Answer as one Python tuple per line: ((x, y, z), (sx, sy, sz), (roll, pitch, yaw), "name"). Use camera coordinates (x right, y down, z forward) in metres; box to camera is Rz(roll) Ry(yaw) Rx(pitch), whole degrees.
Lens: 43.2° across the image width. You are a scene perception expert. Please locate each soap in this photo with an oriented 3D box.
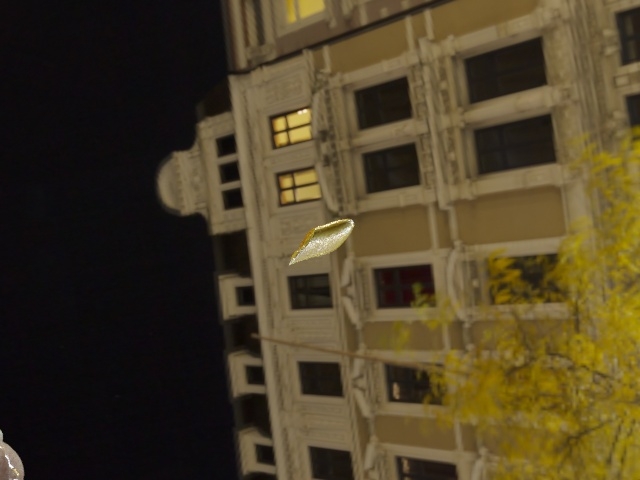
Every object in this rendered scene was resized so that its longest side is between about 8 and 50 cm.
((0.000, 0.000, 1.469), (0.033, 0.089, 0.168), (46, -148, 21), "soap")

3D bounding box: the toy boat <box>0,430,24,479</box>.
((-0.381, 0.196, 0.722), (0.227, 0.155, 0.085), (7, -132, -5), "toy boat")
